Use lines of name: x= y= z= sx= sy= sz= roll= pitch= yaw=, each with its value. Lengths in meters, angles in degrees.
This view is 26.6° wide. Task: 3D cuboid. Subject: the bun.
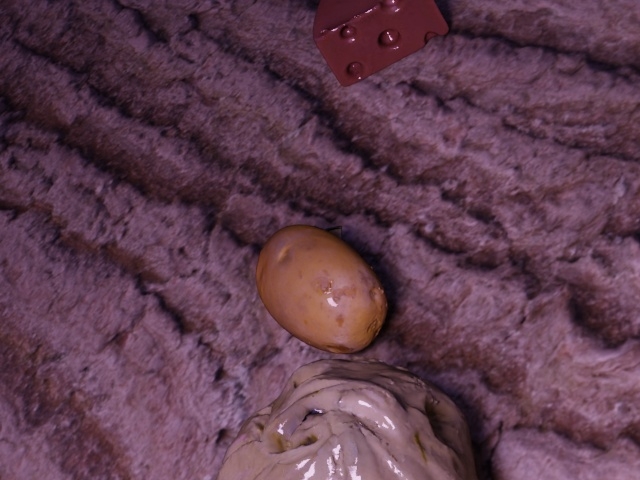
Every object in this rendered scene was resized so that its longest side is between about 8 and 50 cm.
bun: x=0.014 y=0.281 z=1.588 sx=0.326 sy=0.234 sz=0.362 roll=-32 pitch=34 yaw=14

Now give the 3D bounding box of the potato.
potato: x=-0.007 y=0.063 z=1.847 sx=0.234 sy=0.146 sz=0.150 roll=29 pitch=90 yaw=43

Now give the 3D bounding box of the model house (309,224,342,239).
model house: x=0.000 y=0.000 z=1.979 sx=0.058 sy=0.057 sz=0.083 roll=-52 pitch=-1 yaw=-10

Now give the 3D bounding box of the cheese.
cheese: x=0.083 y=-0.385 z=2.223 sx=0.203 sy=0.128 sz=0.177 roll=-28 pitch=42 yaw=13
